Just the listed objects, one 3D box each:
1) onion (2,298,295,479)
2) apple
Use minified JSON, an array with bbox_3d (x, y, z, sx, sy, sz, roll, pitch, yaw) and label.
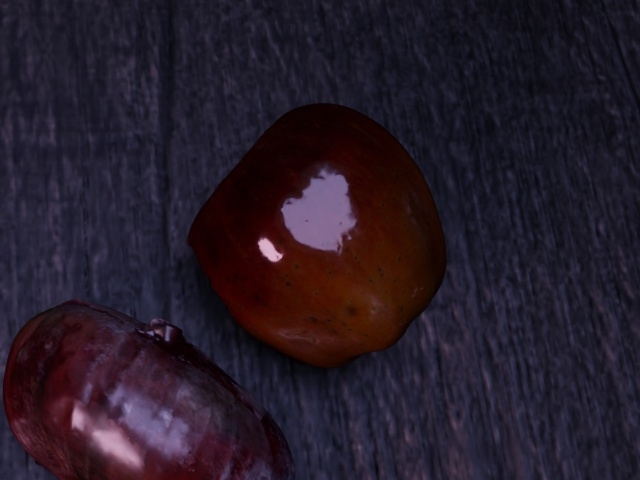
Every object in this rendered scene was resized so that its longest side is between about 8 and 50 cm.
[{"bbox_3d":[-0.110,0.122,0.636,0.206,0.098,0.151,26,66,-3],"label":"onion"},{"bbox_3d":[0.006,-0.001,0.685,0.158,0.147,0.156,42,46,3],"label":"apple"}]
